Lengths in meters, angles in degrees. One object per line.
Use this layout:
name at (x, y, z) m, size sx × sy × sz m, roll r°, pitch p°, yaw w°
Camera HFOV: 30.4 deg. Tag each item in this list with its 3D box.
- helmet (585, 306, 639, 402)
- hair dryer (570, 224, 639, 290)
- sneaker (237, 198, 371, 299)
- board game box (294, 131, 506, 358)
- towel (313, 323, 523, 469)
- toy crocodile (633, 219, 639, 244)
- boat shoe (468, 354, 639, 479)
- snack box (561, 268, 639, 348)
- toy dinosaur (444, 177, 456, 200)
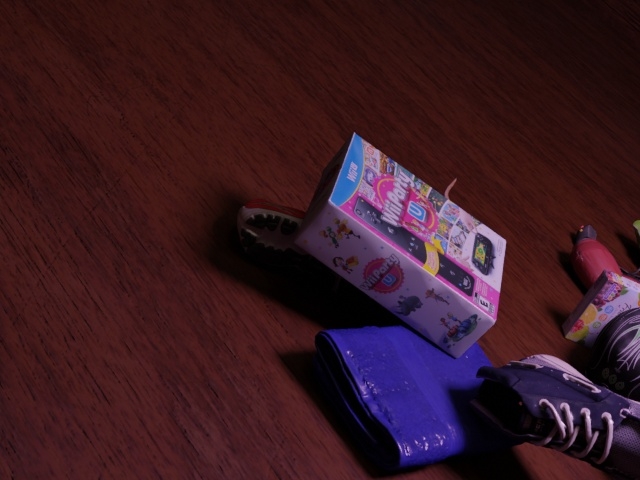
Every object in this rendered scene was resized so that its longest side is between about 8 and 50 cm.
helmet at (0.546, 0.194, 2.007) m, size 0.169 × 0.161 × 0.169 m, roll 23°, pitch 30°, yaw -14°
hair dryer at (0.596, 0.070, 2.336) m, size 0.223 × 0.080 × 0.293 m, roll 34°, pitch 29°, yaw 4°
sneaker at (0.000, 0.000, 1.861) m, size 0.279 × 0.107 × 0.118 m, roll 24°, pitch 20°, yaw -18°
board game box at (0.127, 0.003, 1.771) m, size 0.303 × 0.097 × 0.224 m, roll 34°, pitch 32°, yaw -9°
towel at (0.143, 0.221, 1.686) m, size 0.308 × 0.076 × 0.228 m, roll 0°, pitch 48°, yaw -44°
toy crocodile at (0.749, 0.082, 2.450) m, size 0.340 × 0.105 × 0.115 m, roll 58°, pitch -3°, yaw 41°
boat shoe at (0.352, 0.260, 1.586) m, size 0.158 × 0.127 × 0.340 m, roll -2°, pitch 18°, yaw -39°
snack box at (0.510, 0.130, 2.095) m, size 0.100 × 0.141 × 0.037 m, roll 22°, pitch 29°, yaw -16°
toy dinosaur at (0.251, -0.038, 2.215) m, size 0.112 × 0.064 × 0.211 m, roll 24°, pitch 33°, yaw -51°
